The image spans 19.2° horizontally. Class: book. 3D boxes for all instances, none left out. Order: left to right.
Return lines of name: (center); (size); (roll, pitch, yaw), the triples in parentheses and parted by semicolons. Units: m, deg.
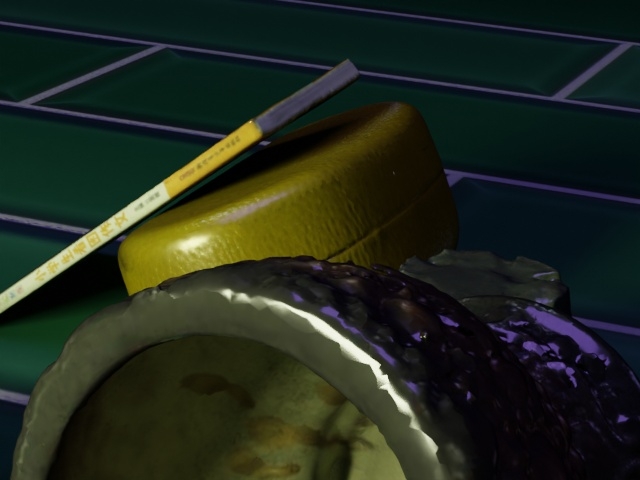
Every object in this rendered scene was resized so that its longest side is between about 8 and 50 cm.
book: (-0.118, -0.035, 1.439); (0.295, 0.020, 0.208); (-32, 4, 26)

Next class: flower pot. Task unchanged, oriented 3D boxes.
flower pot: (0.031, 0.132, 0.898); (0.266, 0.267, 0.267); (15, 12, 32)
flower pot: (0.108, 0.071, 1.292); (0.157, 0.107, 0.157); (2, 21, -1)

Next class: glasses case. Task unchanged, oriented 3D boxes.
glasses case: (0.000, 0.000, 1.421); (0.173, 0.141, 0.371); (-17, 10, 25)
